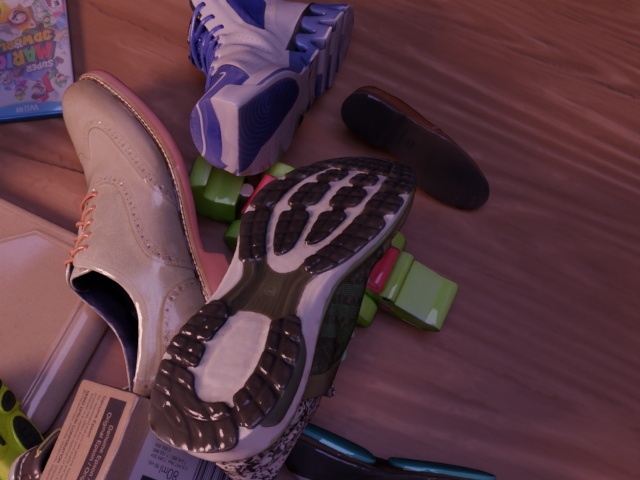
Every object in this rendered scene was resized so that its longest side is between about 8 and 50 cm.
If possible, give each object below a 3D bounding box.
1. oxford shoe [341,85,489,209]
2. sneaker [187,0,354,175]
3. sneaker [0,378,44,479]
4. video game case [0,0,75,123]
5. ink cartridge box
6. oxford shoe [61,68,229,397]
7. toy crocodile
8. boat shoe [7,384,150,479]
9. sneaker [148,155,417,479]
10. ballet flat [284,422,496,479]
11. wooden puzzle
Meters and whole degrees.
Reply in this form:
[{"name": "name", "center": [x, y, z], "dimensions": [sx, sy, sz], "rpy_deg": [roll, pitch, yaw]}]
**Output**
[{"name": "oxford shoe", "center": [0.127, -0.122, 1.133], "dimensions": [0.212, 0.076, 0.076], "rpy_deg": [40, 33, -3]}, {"name": "sneaker", "center": [-0.098, -0.204, 1.085], "dimensions": [0.182, 0.127, 0.315], "rpy_deg": [19, 41, 13]}, {"name": "sneaker", "center": [-0.329, 0.263, 0.957], "dimensions": [0.123, 0.109, 0.296], "rpy_deg": [-33, 90, 28]}, {"name": "video game case", "center": [-0.369, -0.226, 1.140], "dimensions": [0.119, 0.015, 0.166], "rpy_deg": [-7, 74, -8]}, {"name": "ink cartridge box", "center": [-0.163, 0.266, 0.893], "dimensions": [0.088, 0.234, 0.193], "rpy_deg": [6, 69, 38]}, {"name": "oxford shoe", "center": [-0.215, -0.018, 1.000], "dimensions": [0.146, 0.140, 0.397], "rpy_deg": [-18, 67, -29]}, {"name": "toy crocodile", "center": [0.000, 0.000, 1.059], "dimensions": [0.340, 0.105, 0.115], "rpy_deg": [31, 72, 4]}, {"name": "boat shoe", "center": [-0.207, 0.200, 0.948], "dimensions": [0.227, 0.068, 0.081], "rpy_deg": [-29, 87, -44]}, {"name": "sneaker", "center": [-0.019, 0.077, 0.939], "dimensions": [0.158, 0.182, 0.410], "rpy_deg": [16, 53, 26]}, {"name": "ballet flat", "center": [0.056, 0.265, 0.992], "dimensions": [0.280, 0.095, 0.096], "rpy_deg": [17, 84, 0]}, {"name": "wooden puzzle", "center": [-0.363, 0.073, 1.037], "dimensions": [0.238, 0.044, 0.221], "rpy_deg": [27, 72, -2]}]
